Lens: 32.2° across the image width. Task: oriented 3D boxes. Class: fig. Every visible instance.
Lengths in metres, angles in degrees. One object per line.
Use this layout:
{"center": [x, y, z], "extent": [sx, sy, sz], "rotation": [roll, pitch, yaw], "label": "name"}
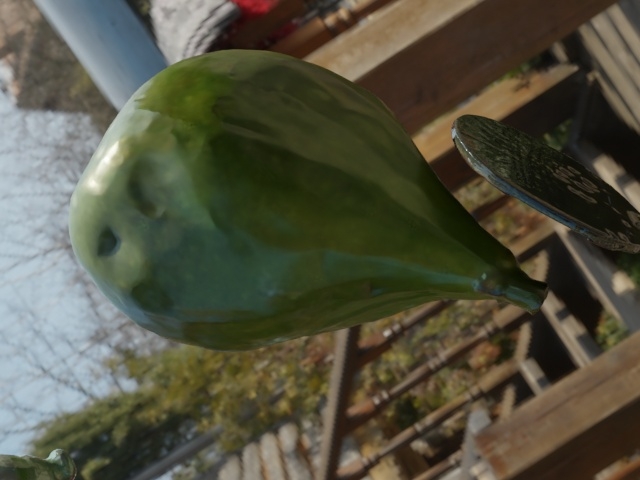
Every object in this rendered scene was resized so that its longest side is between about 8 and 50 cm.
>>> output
{"center": [-0.014, 0.002, 0.802], "extent": [0.314, 0.233, 0.233], "rotation": [34, 179, 4], "label": "fig"}

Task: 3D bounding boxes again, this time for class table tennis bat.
{"center": [0.191, -0.021, 0.752], "extent": [0.234, 0.022, 0.131], "rotation": [26, -155, -7], "label": "table tennis bat"}

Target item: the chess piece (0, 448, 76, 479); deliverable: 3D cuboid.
{"center": [-0.287, 0.214, 0.747], "extent": [0.139, 0.272, 0.139], "rotation": [35, 139, 37], "label": "chess piece"}
